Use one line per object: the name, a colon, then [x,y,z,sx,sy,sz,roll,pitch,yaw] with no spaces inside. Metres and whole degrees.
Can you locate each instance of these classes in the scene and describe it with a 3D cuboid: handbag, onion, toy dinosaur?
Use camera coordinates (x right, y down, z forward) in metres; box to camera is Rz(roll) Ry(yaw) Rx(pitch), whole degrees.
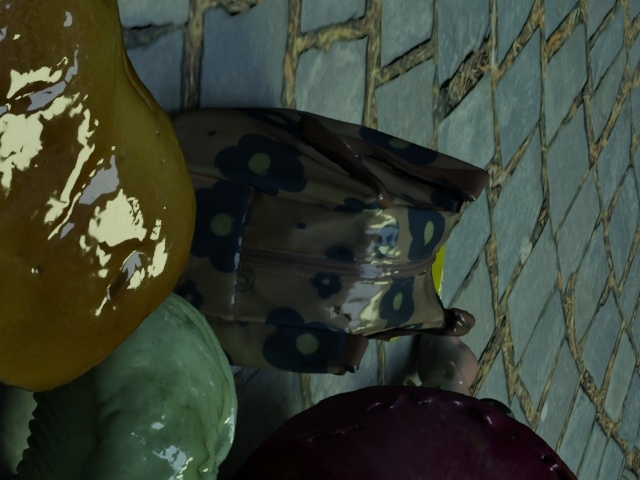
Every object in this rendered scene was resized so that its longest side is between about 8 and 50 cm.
handbag: [0.000,0.000,1.254,0.251,0.193,0.190,-9,111,-59]
onion: [0.069,0.314,1.399,0.345,0.358,0.358,94,21,-50]
toy dinosaur: [0.116,0.191,1.711,0.194,0.152,0.177,60,26,7]

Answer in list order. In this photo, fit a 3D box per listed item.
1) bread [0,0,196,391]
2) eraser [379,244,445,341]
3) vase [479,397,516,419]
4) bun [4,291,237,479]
bread: [-0.179,-0.077,0.888,0.195,0.148,0.344,-56,147,-30]
eraser: [0.078,0.038,1.632,0.122,0.045,0.097,-16,114,-63]
vase: [0.155,0.262,1.877,0.211,0.060,0.060,-54,146,-44]
bun: [-0.124,0.126,1.073,0.212,0.126,0.204,-65,-154,26]
